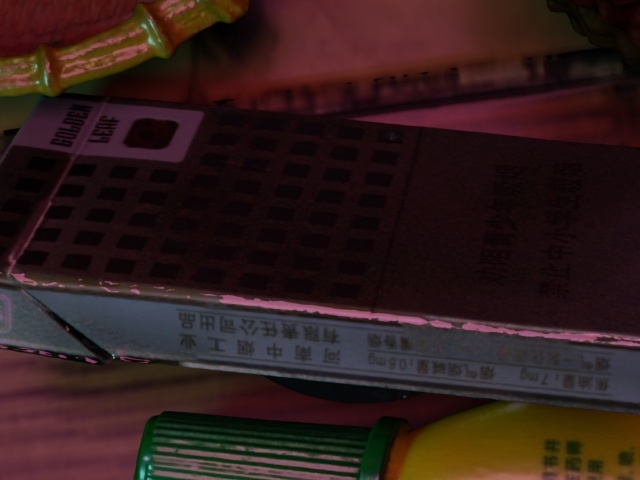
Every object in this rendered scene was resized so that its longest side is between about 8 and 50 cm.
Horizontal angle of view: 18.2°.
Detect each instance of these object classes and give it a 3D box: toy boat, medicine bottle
[{"bbox_3d":[-0.184,-0.131,1.013,0.317,0.099,0.141,6,59,4],"label":"toy boat"},{"bbox_3d":[0.064,0.125,0.968,0.308,0.076,0.111,6,82,3],"label":"medicine bottle"}]

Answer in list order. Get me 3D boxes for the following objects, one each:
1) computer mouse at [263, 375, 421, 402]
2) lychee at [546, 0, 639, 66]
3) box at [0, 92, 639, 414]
[{"bbox_3d":[0.035,0.039,0.983,0.172,0.057,0.099,-15,35,-17],"label":"computer mouse"},{"bbox_3d":[0.209,-0.199,0.940,0.264,0.300,0.264,-3,86,46],"label":"lychee"},{"bbox_3d":[0.000,-0.001,0.943,0.324,0.180,0.047,5,122,8],"label":"box"}]
